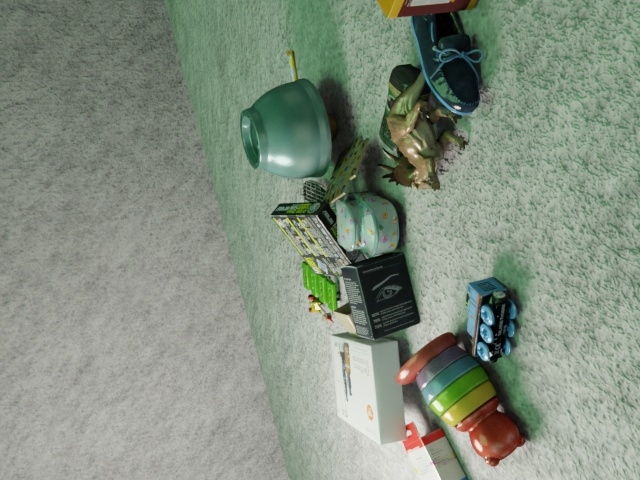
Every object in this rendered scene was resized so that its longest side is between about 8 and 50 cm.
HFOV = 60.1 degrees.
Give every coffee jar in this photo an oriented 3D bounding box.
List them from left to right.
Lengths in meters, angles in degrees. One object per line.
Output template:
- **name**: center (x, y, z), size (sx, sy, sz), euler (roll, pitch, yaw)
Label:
- **coffee jar**: center (0.192, -0.301, 1.258), size (0.096, 0.079, 0.184), euler (57, 152, 38)

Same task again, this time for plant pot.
- **plant pot**: center (-0.118, -0.310, 1.614), size (0.293, 0.196, 0.293), euler (166, 90, -69)
- **plant pot**: center (0.122, 0.247, 1.751), size (0.109, 0.109, 0.096), euler (0, 115, 67)

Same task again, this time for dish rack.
- **dish rack**: center (0.007, -0.067, 1.858), size (0.208, 0.074, 0.271), euler (29, 129, 58)

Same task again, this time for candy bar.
- **candy bar**: center (-0.090, -0.549, 1.839), size (0.040, 0.018, 0.161), euler (23, 126, 62)

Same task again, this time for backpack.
- **backpack**: center (0.127, -0.041, 1.501), size (0.188, 0.144, 0.165), euler (31, 127, 55)

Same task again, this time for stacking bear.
- **stacking bear**: center (0.336, 0.371, 1.276), size (0.289, 0.175, 0.164), euler (52, 157, 25)

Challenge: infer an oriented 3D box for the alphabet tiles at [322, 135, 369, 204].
- **alphabet tiles**: center (0.069, -0.197, 1.550), size (0.237, 0.009, 0.198), euler (-29, 39, 67)

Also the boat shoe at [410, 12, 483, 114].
- **boat shoe**: center (0.242, -0.368, 1.068), size (0.258, 0.109, 0.089), euler (67, 153, 13)

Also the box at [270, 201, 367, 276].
- **box**: center (0.000, 0.000, 1.673), size (0.216, 0.060, 0.270), euler (2, 137, 49)

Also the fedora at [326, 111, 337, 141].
- **fedora**: center (-0.003, -0.341, 1.688), size (0.194, 0.079, 0.194), euler (165, 90, -70)

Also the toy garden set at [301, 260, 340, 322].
- **toy garden set**: center (0.011, 0.205, 2.054), size (0.244, 0.049, 0.203), euler (34, 133, 56)

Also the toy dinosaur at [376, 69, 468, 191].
- **toy dinosaur**: center (0.198, -0.221, 1.196), size (0.200, 0.127, 0.295), euler (16, 128, 55)

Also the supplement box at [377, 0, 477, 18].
- **supplement box**: center (0.202, -0.509, 0.949), size (0.129, 0.194, 0.191), euler (66, 156, 20)

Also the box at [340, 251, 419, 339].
- **box**: center (0.163, 0.149, 1.522), size (0.108, 0.153, 0.207), euler (-6, 98, 68)

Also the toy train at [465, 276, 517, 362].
- **toy train**: center (0.360, 0.173, 1.183), size (0.105, 0.080, 0.184), euler (-123, 25, -56)

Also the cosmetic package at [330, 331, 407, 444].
- **cosmetic package**: center (0.140, 0.447, 1.744), size (0.377, 0.097, 0.284), euler (163, 100, -72)

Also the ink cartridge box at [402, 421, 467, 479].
- **ink cartridge box**: center (0.318, 0.620, 1.557), size (0.231, 0.078, 0.134), euler (65, 155, 23)
